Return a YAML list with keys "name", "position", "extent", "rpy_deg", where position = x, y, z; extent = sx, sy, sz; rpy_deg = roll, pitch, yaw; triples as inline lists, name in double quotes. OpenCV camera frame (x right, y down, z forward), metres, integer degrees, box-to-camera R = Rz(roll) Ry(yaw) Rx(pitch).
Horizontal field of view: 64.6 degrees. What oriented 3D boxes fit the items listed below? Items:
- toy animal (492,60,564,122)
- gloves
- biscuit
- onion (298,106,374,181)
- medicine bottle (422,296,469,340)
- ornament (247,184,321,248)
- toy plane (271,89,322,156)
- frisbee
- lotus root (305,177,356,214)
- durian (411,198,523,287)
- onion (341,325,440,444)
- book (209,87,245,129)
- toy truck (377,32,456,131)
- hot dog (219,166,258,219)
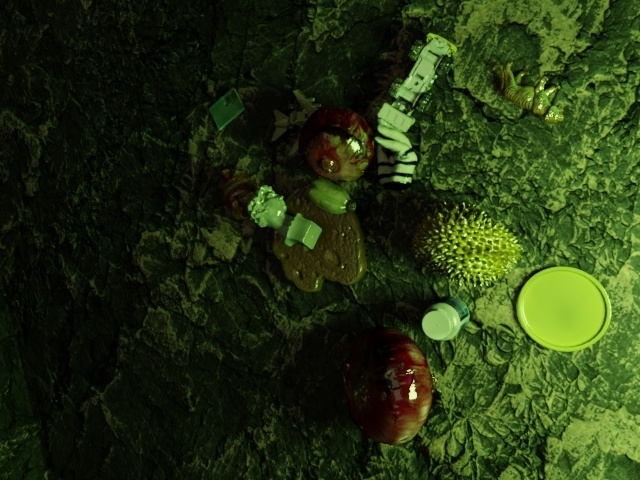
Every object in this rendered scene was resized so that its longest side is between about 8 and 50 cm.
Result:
- name: "toy animal"
  position: [0.569, -0.410, 1.391]
  extent: [0.241, 0.056, 0.099]
  rpy_deg: [35, 108, 21]
- name: "gloves"
  position: [0.229, -0.270, 1.540]
  extent: [0.131, 0.140, 0.219]
  rpy_deg: [5, 81, 9]
- name: "biscuit"
  position: [0.000, 0.000, 1.700]
  extent: [0.381, 0.074, 0.359]
  rpy_deg: [47, 111, 17]
- name: "onion"
  position: [0.049, -0.292, 1.584]
  extent: [0.246, 0.190, 0.246]
  rpy_deg: [15, 138, 13]
- name: "medicine bottle"
  position: [0.357, 0.226, 1.454]
  extent: [0.107, 0.191, 0.107]
  rpy_deg: [1, 93, 28]
- name: "ornament"
  position: [-0.125, -0.063, 1.667]
  extent: [0.285, 0.120, 0.130]
  rpy_deg: [40, 86, 23]
- name: "toy plane"
  position: [-0.052, -0.404, 1.701]
  extent: [0.256, 0.104, 0.242]
  rpy_deg: [-5, 74, 34]
- name: "frisbee"
  position: [0.663, 0.188, 1.389]
  extent: [0.235, 0.017, 0.236]
  rpy_deg: [1, 92, 27]
- name: "lotus root"
  position: [0.035, -0.133, 1.607]
  extent: [0.183, 0.077, 0.090]
  rpy_deg: [28, 86, 23]
- name: "durian"
  position: [0.401, 0.015, 1.400]
  extent: [0.292, 0.258, 0.258]
  rpy_deg: [28, 105, 19]
- name: "onion"
  position: [0.228, 0.424, 1.516]
  extent: [0.347, 0.285, 0.348]
  rpy_deg: [-176, 90, -67]
- name: "book"
  position: [-0.352, -0.494, 1.895]
  extent: [0.135, 0.017, 0.103]
  rpy_deg: [-32, 78, 25]
- name: "toy truck"
  position: [0.289, -0.466, 1.502]
  extent: [0.136, 0.111, 0.286]
  rpy_deg: [34, 104, 10]
- name: "hot dog"
  position: [-0.299, -0.173, 1.833]
  extent: [0.146, 0.103, 0.213]
  rpy_deg: [-47, 71, 22]
